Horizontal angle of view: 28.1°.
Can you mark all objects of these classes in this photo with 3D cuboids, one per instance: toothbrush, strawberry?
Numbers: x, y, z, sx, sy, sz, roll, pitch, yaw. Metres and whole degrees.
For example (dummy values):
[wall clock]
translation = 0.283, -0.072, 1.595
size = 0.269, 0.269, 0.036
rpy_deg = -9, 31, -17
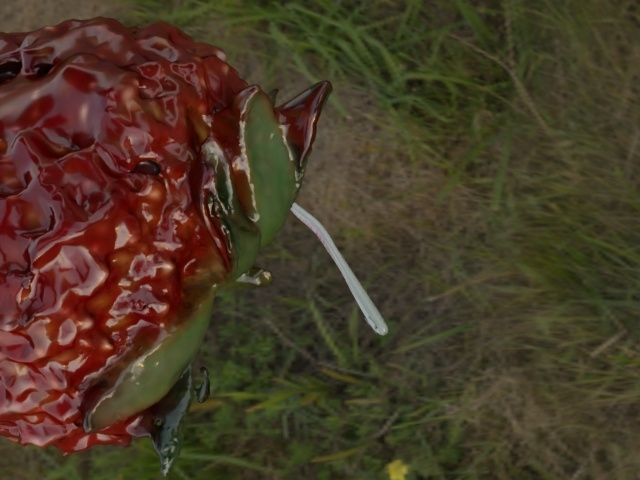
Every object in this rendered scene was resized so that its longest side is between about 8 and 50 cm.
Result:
[toothbrush]
translation = 0.000, 0.000, 1.136
size = 0.022, 0.017, 0.204
rpy_deg = -31, 79, -10
[strawberry]
translation = -0.120, -0.029, 0.471
size = 0.228, 0.098, 0.174
rpy_deg = 21, 65, 30
